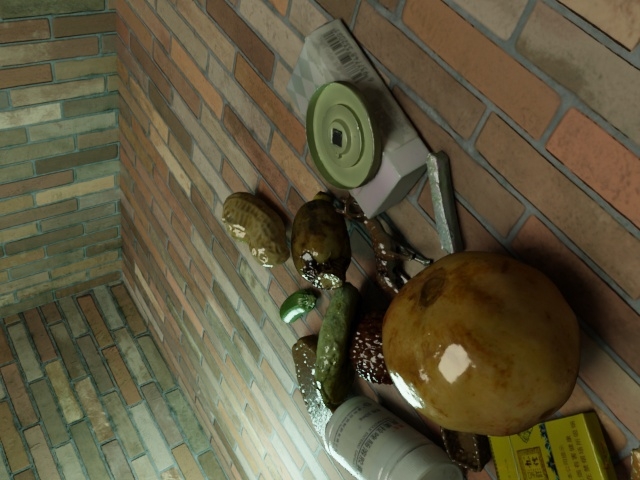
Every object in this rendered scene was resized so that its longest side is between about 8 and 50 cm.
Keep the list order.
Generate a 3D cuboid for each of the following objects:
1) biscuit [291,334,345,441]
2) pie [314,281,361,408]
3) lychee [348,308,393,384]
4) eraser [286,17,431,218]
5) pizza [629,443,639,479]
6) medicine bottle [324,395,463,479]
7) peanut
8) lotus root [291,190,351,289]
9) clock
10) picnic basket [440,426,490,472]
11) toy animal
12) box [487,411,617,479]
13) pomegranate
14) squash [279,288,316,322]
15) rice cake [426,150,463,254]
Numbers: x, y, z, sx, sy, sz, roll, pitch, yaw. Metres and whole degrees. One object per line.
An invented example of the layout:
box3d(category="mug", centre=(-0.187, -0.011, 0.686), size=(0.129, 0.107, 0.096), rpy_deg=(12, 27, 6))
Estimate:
box3d(category="biscuit", centre=(0.001, 0.432, 1.790), size=(0.381, 0.074, 0.358), rpy_deg=(104, 145, -52))
box3d(category="pie", centre=(0.057, 0.249, 1.492), size=(0.071, 0.323, 0.323), rpy_deg=(10, 121, 16))
box3d(category="lychee", centre=(0.160, 0.246, 1.404), size=(0.188, 0.188, 0.188), rpy_deg=(34, 134, 45))
box3d(category="eraser", centre=(0.073, -0.266, 1.331), size=(0.396, 0.082, 0.213), rpy_deg=(59, 148, 18))
box3d(category="pizza", centre=(0.572, 0.418, 0.954), size=(0.182, 0.063, 0.161), rpy_deg=(31, 125, 40))
box3d(category="medicine bottle", centre=(0.177, 0.547, 1.515), size=(0.332, 0.190, 0.189), rpy_deg=(23, 125, 51))
box3d(category="peanut", centre=(-0.194, -0.036, 1.818), size=(0.325, 0.153, 0.140), rpy_deg=(52, 149, 40))
box3d(category="lotus root", centre=(0.000, 0.000, 1.483), size=(0.169, 0.142, 0.314), rpy_deg=(69, -167, -44))
box3d(category="clock", centre=(0.043, -0.222, 1.292), size=(0.235, 0.029, 0.234), rpy_deg=(33, 133, 45))
box3d(category="picnic basket", centre=(0.319, 0.414, 1.348), size=(0.110, 0.055, 0.193), rpy_deg=(5, 110, 56))
box3d(category="toy animal", centre=(0.139, 0.021, 1.387), size=(0.260, 0.087, 0.243), rpy_deg=(27, 127, 45))
box3d(category="box", centre=(0.433, 0.427, 1.149), size=(0.279, 0.041, 0.153), rpy_deg=(134, 132, -55))
box3d(category="pomegranate", centre=(0.284, 0.184, 1.055), size=(0.338, 0.338, 0.338), rpy_deg=(34, 134, 45))
box3d(category="squash", centre=(-0.070, 0.197, 1.830), size=(0.219, 0.068, 0.077), rpy_deg=(-38, 58, 58))
box3d(category="rice cake", centre=(0.248, -0.074, 1.202), size=(0.034, 0.043, 0.210), rpy_deg=(1, 108, 50))
